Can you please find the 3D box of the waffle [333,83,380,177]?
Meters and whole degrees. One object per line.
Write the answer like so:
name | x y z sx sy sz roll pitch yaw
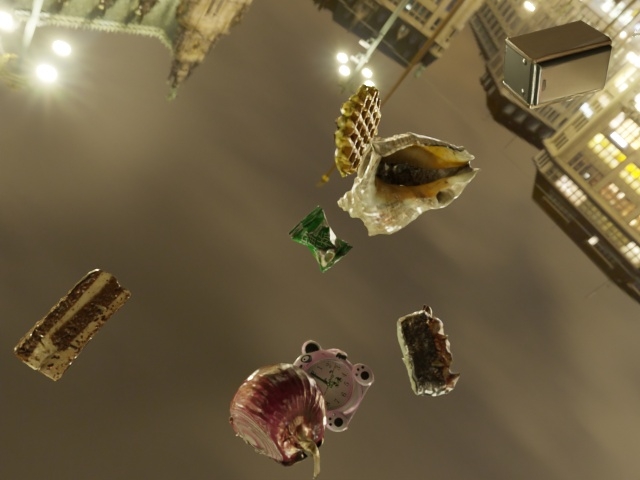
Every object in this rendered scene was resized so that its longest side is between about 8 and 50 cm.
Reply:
waffle | 0.123 -0.353 1.798 0.058 0.282 0.301 18 -123 22

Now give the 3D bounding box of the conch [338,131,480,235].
conch | 0.144 -0.104 0.929 0.178 0.245 0.163 52 -152 -73

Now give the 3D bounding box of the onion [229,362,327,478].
onion | -0.105 0.446 1.495 0.256 0.272 0.231 -39 -54 -65

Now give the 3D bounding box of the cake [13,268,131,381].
cake | -0.549 0.179 1.233 0.112 0.135 0.246 43 -116 -17

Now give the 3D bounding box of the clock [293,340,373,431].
clock | 0.017 0.450 1.745 0.247 0.090 0.228 31 -107 6

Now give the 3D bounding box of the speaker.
speaker | 0.655 -0.492 1.549 0.230 0.153 0.193 -15 -140 -2

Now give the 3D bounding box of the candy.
candy | -0.003 0.001 1.870 0.141 0.078 0.203 -51 -62 -25

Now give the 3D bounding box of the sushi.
sushi | 0.395 0.415 2.111 0.181 0.196 0.344 -10 -107 -3

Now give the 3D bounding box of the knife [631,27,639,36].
knife | 0.660 -0.427 1.106 0.019 0.044 0.313 47 -155 2
